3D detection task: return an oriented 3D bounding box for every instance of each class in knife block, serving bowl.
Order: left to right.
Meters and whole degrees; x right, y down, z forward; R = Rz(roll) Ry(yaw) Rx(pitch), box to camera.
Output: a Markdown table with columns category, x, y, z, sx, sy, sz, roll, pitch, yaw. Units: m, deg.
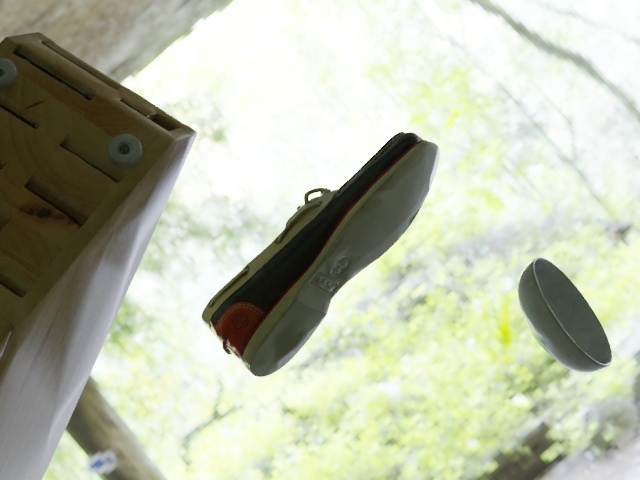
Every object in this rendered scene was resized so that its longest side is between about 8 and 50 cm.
| category | x | y | z | sx | sy | sz | roll | pitch | yaw |
| --- | --- | --- | --- | --- | --- | --- | --- | --- | --- |
| knife block | -0.166 | 0.075 | 0.619 | 0.276 | 0.088 | 0.242 | -53 | -12 | -20 |
| serving bowl | 0.152 | 0.052 | 0.885 | 0.027 | 0.083 | 0.083 | -38 | -3 | 22 |

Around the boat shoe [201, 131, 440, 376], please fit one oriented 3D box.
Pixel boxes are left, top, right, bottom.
| category | x | y | z | sx | sy | sz | roll | pitch | yaw |
| --- | --- | --- | --- | --- | --- | --- | --- | --- | --- |
| boat shoe | 0.000 | 0.000 | 0.637 | 0.137 | 0.043 | 0.049 | -50 | -33 | 3 |
